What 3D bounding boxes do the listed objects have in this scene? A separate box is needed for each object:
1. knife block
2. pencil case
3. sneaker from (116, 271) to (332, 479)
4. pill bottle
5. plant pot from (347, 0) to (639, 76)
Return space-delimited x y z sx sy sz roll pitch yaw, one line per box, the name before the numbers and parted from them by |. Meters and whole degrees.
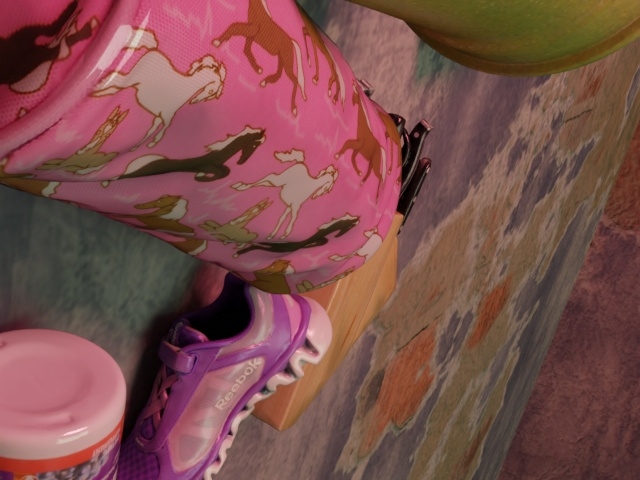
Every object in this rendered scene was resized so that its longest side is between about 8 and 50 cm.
knife block | 0.000 0.000 0.865 0.276 0.088 0.242 -50 152 -29
pencil case | -0.072 -0.067 0.554 0.386 0.167 0.160 26 71 -66
sneaker | -0.102 0.116 0.778 0.236 0.095 0.104 -48 131 -8
pill bottle | -0.186 0.163 0.613 0.108 0.108 0.194 -32 142 -51
plant pot | 0.076 -0.235 0.575 0.253 0.276 0.276 -14 127 -53
